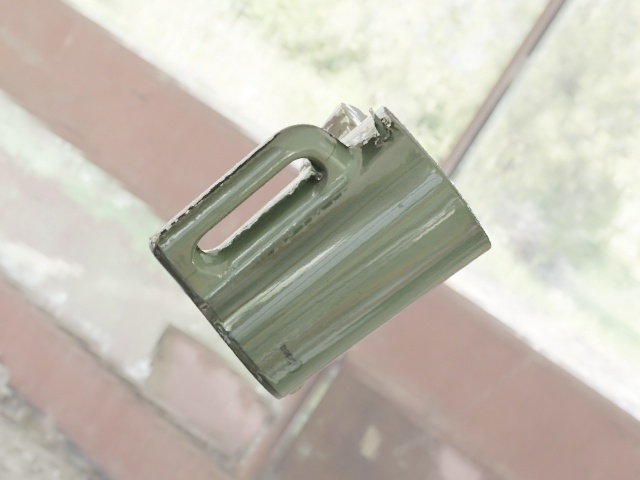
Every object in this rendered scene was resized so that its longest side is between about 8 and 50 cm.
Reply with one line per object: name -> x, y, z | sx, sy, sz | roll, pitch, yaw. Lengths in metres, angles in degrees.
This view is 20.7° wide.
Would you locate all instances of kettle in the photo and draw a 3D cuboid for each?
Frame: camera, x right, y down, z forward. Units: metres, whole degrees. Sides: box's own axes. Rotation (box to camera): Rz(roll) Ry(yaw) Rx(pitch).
kettle -> 0.004, 0.005, 0.938 | 0.098, 0.148, 0.127 | 53, 0, 20

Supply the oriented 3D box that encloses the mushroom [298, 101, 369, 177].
mushroom -> 0.012, -0.011, 1.518 | 0.093, 0.225, 0.116 | 13, 33, -20
